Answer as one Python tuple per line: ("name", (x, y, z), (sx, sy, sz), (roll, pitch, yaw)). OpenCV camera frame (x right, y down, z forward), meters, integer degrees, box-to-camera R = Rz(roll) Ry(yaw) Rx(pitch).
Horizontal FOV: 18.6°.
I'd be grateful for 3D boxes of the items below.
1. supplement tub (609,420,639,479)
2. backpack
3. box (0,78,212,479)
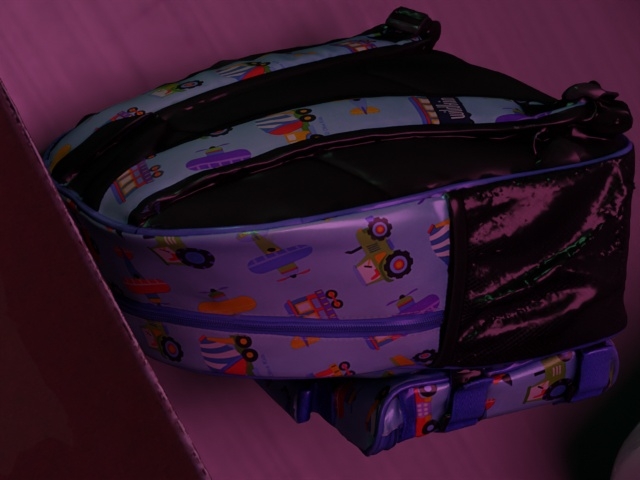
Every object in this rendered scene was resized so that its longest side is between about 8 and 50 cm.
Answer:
("supplement tub", (0.284, 0.061, 0.849), (0.316, 0.193, 0.193), (-42, 112, -32))
("backpack", (0.000, 0.000, 0.660), (0.173, 0.158, 0.117), (-13, 114, -25))
("box", (-0.166, 0.073, 0.510), (0.203, 0.168, 0.167), (-37, 109, -33))
